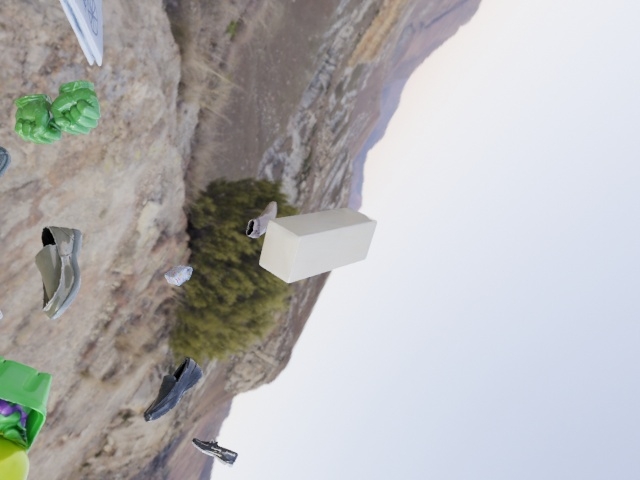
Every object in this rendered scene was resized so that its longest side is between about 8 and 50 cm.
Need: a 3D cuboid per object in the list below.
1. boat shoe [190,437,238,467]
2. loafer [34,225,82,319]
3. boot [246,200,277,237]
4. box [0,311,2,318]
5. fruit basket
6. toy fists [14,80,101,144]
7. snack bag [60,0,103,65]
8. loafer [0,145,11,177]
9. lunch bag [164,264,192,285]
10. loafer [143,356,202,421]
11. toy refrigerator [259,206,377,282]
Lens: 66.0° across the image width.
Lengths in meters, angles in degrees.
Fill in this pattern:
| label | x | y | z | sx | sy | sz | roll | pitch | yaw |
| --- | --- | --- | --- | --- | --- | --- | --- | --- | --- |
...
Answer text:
| label | x | y | z | sx | sy | sz | roll | pitch | yaw |
| --- | --- | --- | --- | --- | --- | --- | --- | --- | --- |
| boat shoe | -0.269 | 0.531 | 1.256 | 0.038 | 0.125 | 0.046 | -61 | 173 | -13 |
| loafer | -0.582 | 0.063 | 1.071 | 0.094 | 0.087 | 0.251 | -42 | -136 | 20 |
| boot | -0.177 | -0.061 | 1.473 | 0.087 | 0.042 | 0.118 | -12 | 125 | -60 |
| box | -0.574 | 0.122 | 0.705 | 0.275 | 0.094 | 0.113 | -23 | -176 | 38 |
| fruit basket | -0.870 | 0.540 | 1.264 | 0.392 | 0.283 | 0.392 | -53 | -161 | 27 |
| toy fists | -0.784 | -0.373 | 1.467 | 0.279 | 0.142 | 0.096 | -13 | -177 | 10 |
| snack bag | -0.512 | -0.601 | 1.037 | 0.323 | 0.037 | 0.342 | 140 | -53 | -76 |
| loafer | -0.887 | -0.124 | 1.248 | 0.267 | 0.096 | 0.084 | -56 | -163 | -20 |
| lunch bag | -0.528 | 0.127 | 1.851 | 0.071 | 0.053 | 0.083 | 6 | -140 | 41 |
| loafer | -0.423 | 0.417 | 1.390 | 0.076 | 0.078 | 0.223 | -24 | -167 | 33 |
| toy refrigerator | 0.000 | 0.000 | 1.048 | 0.270 | 0.094 | 0.102 | -14 | 126 | -50 |
